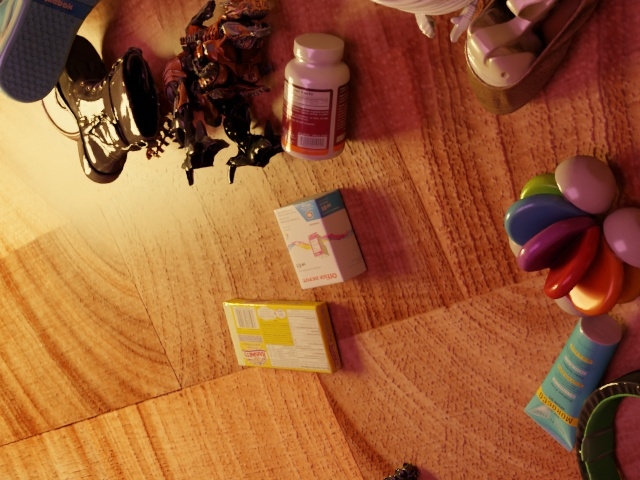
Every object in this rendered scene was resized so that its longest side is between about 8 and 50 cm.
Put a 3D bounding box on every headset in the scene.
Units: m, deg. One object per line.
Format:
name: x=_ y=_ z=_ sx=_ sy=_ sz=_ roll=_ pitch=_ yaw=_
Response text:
headset: x=0.421 y=0.297 z=1.526 sx=0.394 sy=0.185 sz=0.243 roll=21 pitch=124 yaw=50

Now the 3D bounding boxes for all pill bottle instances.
pill bottle: x=-0.006 y=-0.188 z=1.792 sx=0.086 sy=0.086 sz=0.152 roll=26 pitch=124 yaw=34

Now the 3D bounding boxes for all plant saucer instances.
plant saucer: x=-0.402 y=-0.232 z=2.205 sx=0.168 sy=0.029 sz=0.168 roll=22 pitch=124 yaw=36

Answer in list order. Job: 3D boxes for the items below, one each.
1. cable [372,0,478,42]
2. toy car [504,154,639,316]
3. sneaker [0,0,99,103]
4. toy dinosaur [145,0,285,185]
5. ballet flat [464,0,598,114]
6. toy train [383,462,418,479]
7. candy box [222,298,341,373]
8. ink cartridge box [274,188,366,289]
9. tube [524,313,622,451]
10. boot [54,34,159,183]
cable: x=0.114 y=-0.384 z=1.548 sx=0.257 sy=0.089 sz=0.257 roll=53 pitch=129 yaw=28
toy car: x=0.282 y=0.007 z=1.561 sx=0.182 sy=0.136 sz=0.159 roll=51 pitch=136 yaw=14
sneaker: x=-0.417 y=-0.377 z=2.057 sx=0.319 sy=0.127 sz=0.208 roll=-59 pitch=33 yaw=6
toy dinosaur: x=-0.149 y=-0.202 z=1.917 sx=0.322 sy=0.164 sz=0.218 roll=121 pitch=131 yaw=-62
ballet flat: x=0.234 y=-0.252 z=1.497 sx=0.116 sy=0.124 sz=0.342 roll=54 pitch=137 yaw=12
toy train: x=0.093 y=0.368 z=2.001 sx=0.036 sy=0.027 sz=0.158 roll=47 pitch=135 yaw=3
candy box: x=-0.059 y=0.140 z=2.041 sx=0.206 sy=0.027 sz=0.105 roll=0 pitch=111 yaw=45
ink cartridge box: x=0.000 y=0.000 z=1.899 sx=0.088 sy=0.052 sz=0.122 roll=-13 pitch=100 yaw=47
tube: x=0.309 y=0.172 z=1.683 sx=0.080 sy=0.052 sz=0.207 roll=46 pitch=143 yaw=28
boot: x=-0.302 y=-0.223 z=2.015 sx=0.229 sy=0.091 sz=0.263 roll=-38 pitch=67 yaw=58
